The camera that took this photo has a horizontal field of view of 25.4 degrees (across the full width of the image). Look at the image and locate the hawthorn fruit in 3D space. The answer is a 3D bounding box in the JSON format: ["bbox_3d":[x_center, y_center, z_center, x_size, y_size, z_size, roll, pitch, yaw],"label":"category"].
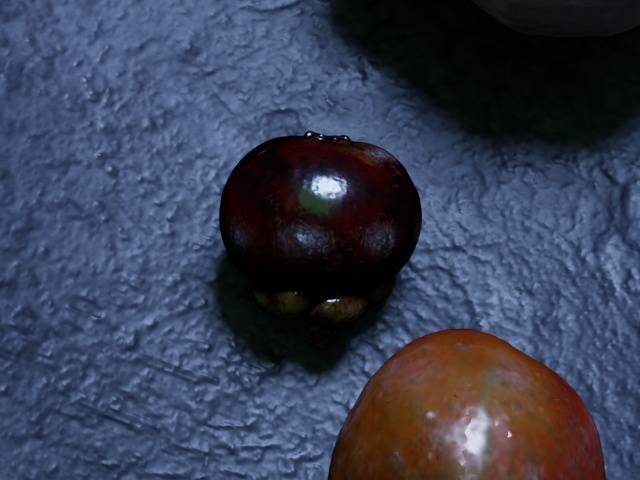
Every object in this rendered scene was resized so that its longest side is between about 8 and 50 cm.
[{"bbox_3d":[0.084,0.139,0.828,0.173,0.173,0.173,0,70,-1],"label":"hawthorn fruit"}]

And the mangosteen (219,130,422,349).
[{"bbox_3d":[0.000,0.000,0.906,0.140,0.140,0.140,0,70,-1],"label":"mangosteen"}]

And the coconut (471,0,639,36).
[{"bbox_3d":[0.145,-0.293,0.925,0.329,0.329,0.329,0,70,-1],"label":"coconut"}]
